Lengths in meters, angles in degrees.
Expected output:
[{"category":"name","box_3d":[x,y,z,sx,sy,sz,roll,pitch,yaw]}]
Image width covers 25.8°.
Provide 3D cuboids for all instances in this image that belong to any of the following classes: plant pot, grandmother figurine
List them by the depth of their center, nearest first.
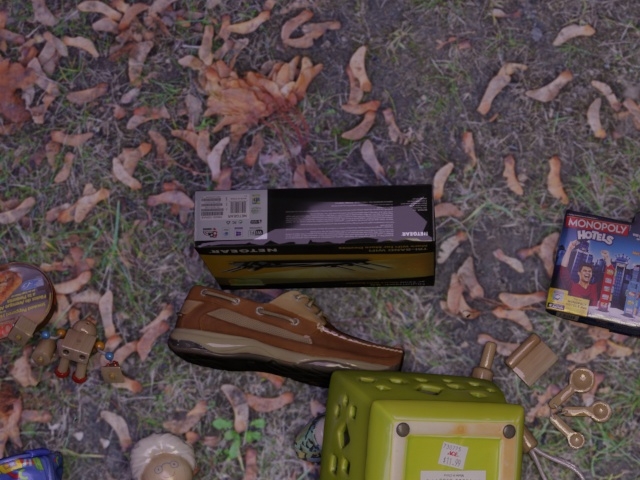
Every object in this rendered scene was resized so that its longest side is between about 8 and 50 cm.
[{"category":"plant pot","box_3d":[0.133,0.289,1.747,0.228,0.207,0.227,4,91,-13]},{"category":"grandmother figurine","box_3d":[-0.157,0.404,1.822,0.208,0.104,0.342,-12,60,-29]}]

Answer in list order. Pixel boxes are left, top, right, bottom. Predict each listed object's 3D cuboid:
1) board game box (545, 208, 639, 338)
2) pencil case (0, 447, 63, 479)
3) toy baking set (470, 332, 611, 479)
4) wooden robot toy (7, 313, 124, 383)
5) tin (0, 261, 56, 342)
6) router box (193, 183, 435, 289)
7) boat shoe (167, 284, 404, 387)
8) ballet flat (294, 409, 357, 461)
[{"category":"board game box","box_3d":[0.422,0.029,1.920,0.194,0.060,0.194,13,75,8]},{"category":"pencil case","box_3d":[-0.353,0.422,1.845,0.133,0.119,0.306,-33,72,30]},{"category":"toy baking set","box_3d":[0.282,0.255,1.885,0.196,0.030,0.256,20,77,10]},{"category":"wooden robot toy","box_3d":[-0.347,0.144,1.960,0.173,0.076,0.079,19,39,-4]},{"category":"tin","box_3d":[-0.470,0.097,1.989,0.189,0.040,0.106,-15,70,0]},{"category":"router box","box_3d":[0.000,0.000,1.868,0.309,0.243,0.081,-1,75,5]},{"category":"boat shoe","box_3d":[-0.045,0.124,1.904,0.324,0.122,0.120,9,73,6]},{"category":"ballet flat","box_3d":[0.050,0.246,1.890,0.188,0.070,0.070,-23,74,-1]}]
